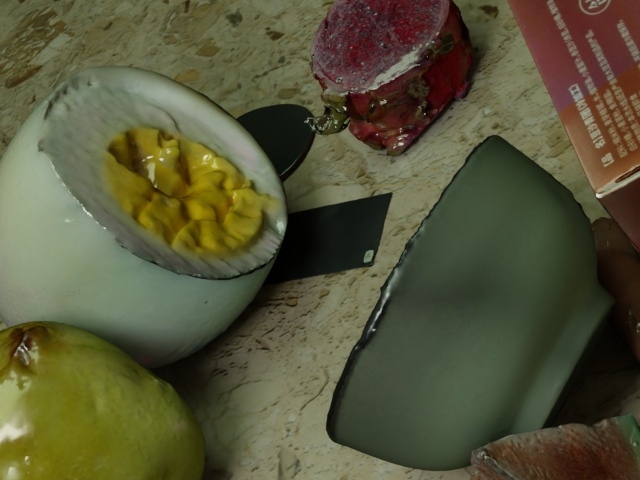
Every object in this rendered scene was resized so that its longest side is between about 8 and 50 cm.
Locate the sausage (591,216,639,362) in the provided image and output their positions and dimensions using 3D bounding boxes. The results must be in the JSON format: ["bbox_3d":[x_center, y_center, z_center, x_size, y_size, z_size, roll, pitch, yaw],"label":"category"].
[{"bbox_3d":[0.330,0.079,1.685,0.078,0.078,0.304,-37,37,8],"label":"sausage"}]

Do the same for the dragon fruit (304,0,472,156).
[{"bbox_3d":[0.090,-0.221,2.148,0.211,0.147,0.282,18,71,39],"label":"dragon fruit"}]

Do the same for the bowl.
[{"bbox_3d":[0.170,0.090,1.662,0.185,0.354,0.354,28,72,12],"label":"bowl"}]

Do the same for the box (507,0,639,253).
[{"bbox_3d":[0.339,-0.088,1.611,0.122,0.344,0.385,-32,39,15],"label":"box"}]

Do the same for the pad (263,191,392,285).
[{"bbox_3d":[0.000,0.000,2.115,0.193,0.004,0.116,-11,47,36],"label":"pad"}]

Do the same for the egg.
[{"bbox_3d":[-0.259,0.013,2.084,0.340,0.354,0.354,-51,29,36],"label":"egg"}]

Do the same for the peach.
[{"bbox_3d":[-0.300,0.245,1.894,0.314,0.315,0.281,-42,37,-1],"label":"peach"}]

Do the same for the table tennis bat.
[{"bbox_3d":[-0.122,-0.122,2.328,0.274,0.021,0.154,-5,51,36],"label":"table tennis bat"}]

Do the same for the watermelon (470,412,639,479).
[{"bbox_3d":[0.221,0.255,1.565,0.207,0.202,0.136,-117,38,-54],"label":"watermelon"}]
